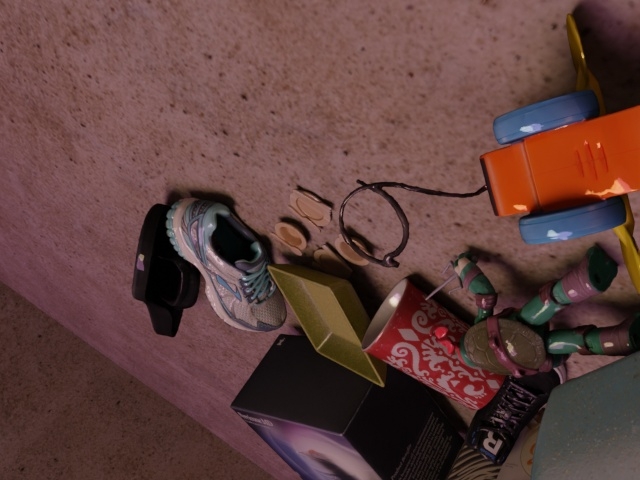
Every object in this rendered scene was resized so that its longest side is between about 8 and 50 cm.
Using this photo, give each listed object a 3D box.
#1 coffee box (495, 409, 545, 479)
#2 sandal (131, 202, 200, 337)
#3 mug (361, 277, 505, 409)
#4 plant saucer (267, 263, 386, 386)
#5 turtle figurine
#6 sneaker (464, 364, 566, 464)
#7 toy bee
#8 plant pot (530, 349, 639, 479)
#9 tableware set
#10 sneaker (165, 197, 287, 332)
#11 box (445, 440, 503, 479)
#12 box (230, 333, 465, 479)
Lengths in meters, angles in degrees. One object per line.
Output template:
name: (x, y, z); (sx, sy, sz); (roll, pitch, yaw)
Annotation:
coffee box: (0.371, 0.312, 0.812); (0.098, 0.141, 0.246); (48, 150, -21)
sandal: (-0.262, 0.064, 1.159); (0.107, 0.168, 0.446); (9, 158, -3)
mug: (0.159, 0.135, 0.851); (0.169, 0.150, 0.113); (32, 115, -1)
plant saucer: (0.019, 0.113, 0.948); (0.188, 0.045, 0.188); (14, 138, 57)
turtle figurine: (0.223, 0.095, 0.689); (0.175, 0.118, 0.234); (42, 144, -17)
sneaker: (0.257, 0.237, 0.844); (0.079, 0.121, 0.217); (27, 150, 14)
toy bee: (0.182, -0.068, 0.474); (0.298, 0.162, 0.195); (12, 109, 35)
plant pot: (0.339, 0.229, 0.550); (0.247, 0.252, 0.248); (16, 140, -32)
tableware set: (0.000, 0.000, 0.880); (0.141, 0.020, 0.169); (37, 151, -2)
sneaker: (-0.131, 0.052, 1.010); (0.122, 0.110, 0.283); (-2, 134, 44)
box: (0.234, 0.405, 0.956); (0.113, 0.275, 0.094); (26, 148, 18)
box: (0.051, 0.330, 1.099); (0.296, 0.183, 0.294); (-5, 129, 48)
